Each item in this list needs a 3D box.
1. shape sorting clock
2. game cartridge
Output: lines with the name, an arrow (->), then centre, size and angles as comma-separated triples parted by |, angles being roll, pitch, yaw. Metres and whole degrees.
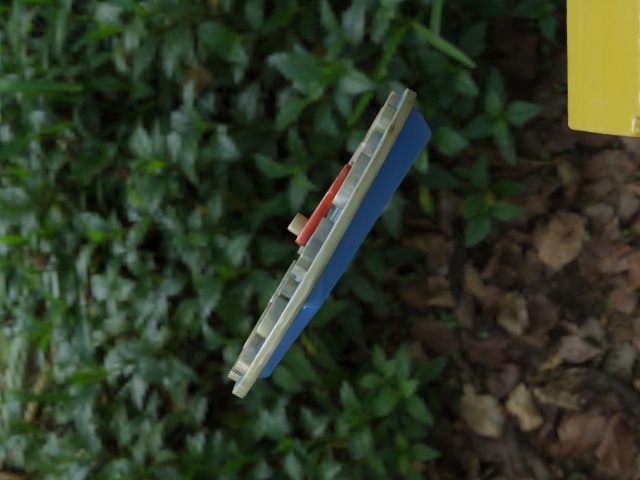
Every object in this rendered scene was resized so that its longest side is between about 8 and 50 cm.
shape sorting clock -> 0.000, 0.000, 0.797 | 0.040, 0.206, 0.206 | 34, 123, 1
game cartridge -> 0.244, -0.246, 1.074 | 0.285, 0.052, 0.324 | -90, -2, -84
